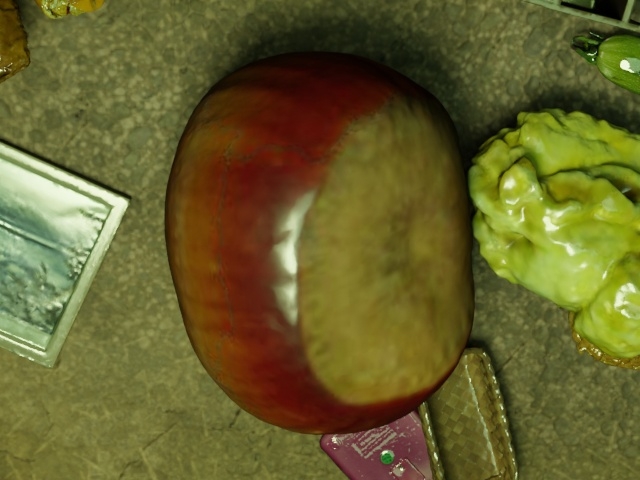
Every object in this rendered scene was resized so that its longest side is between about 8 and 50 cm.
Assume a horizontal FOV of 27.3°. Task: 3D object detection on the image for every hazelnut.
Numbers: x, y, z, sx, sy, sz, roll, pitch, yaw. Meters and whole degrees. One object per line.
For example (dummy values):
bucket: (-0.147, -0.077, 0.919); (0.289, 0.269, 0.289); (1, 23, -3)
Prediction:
hazelnut: (0.000, 0.000, 1.414); (0.359, 0.359, 0.409); (-2, 110, -3)

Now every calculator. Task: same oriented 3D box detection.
calculator: (0.100, 0.278, 1.639); (0.126, 0.034, 0.190); (-41, 103, 9)

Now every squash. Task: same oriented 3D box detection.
squash: (0.443, -0.187, 1.510); (0.318, 0.071, 0.080); (5, 96, -6)

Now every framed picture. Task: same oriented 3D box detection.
framed picture: (-0.409, -0.012, 1.530); (0.315, 0.024, 0.232); (24, 101, -11)

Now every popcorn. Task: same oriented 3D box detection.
popcorn: (0.303, -0.026, 1.476); (0.286, 0.174, 0.225); (43, 58, 10)

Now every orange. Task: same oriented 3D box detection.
orange: (-0.276, -0.283, 1.444); (0.086, 0.062, 0.086); (-1, 103, -4)

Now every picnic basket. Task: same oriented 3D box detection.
picnic basket: (0.171, 0.225, 1.597); (0.110, 0.055, 0.193); (-15, 96, -19)

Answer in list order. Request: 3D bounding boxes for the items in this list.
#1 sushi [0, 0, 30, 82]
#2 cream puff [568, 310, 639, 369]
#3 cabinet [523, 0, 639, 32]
sushi: (-0.395, -0.238, 1.400); (0.140, 0.149, 0.287); (-8, 68, -26)
cream puff: (0.370, 0.093, 1.567); (0.143, 0.103, 0.126); (1, 104, -9)
cabinet: (0.269, -0.334, 1.419); (0.215, 0.148, 0.175); (13, 104, -6)
